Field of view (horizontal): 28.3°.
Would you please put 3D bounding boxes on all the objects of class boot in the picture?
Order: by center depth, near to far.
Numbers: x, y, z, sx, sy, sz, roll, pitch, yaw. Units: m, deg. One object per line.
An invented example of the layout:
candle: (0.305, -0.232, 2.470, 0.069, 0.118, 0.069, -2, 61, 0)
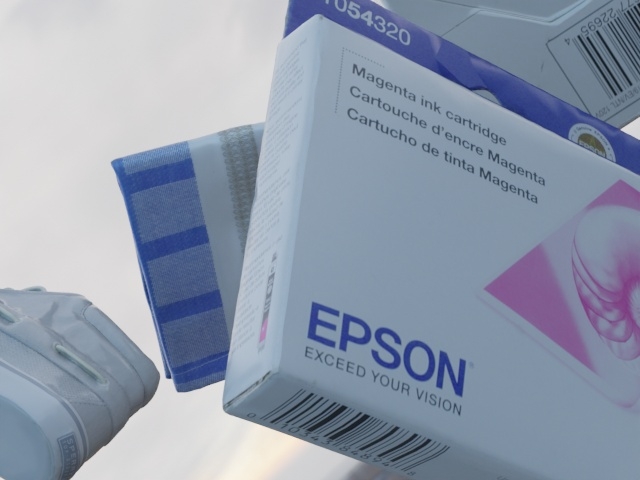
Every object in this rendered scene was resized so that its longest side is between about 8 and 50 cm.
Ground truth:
boot: (-0.237, 0.069, 0.870, 0.123, 0.258, 0.095, -36, -29, -52)

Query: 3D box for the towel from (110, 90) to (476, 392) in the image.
towel: (0.000, 0.000, 0.981, 0.285, 0.209, 0.034, -13, 25, -6)

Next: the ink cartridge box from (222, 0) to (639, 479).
ink cartridge box: (0.115, -0.001, 0.771, 0.071, 0.324, 0.330, -38, 36, 49)

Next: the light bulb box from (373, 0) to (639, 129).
light bulb box: (0.253, -0.238, 1.248, 0.358, 0.225, 0.361, -33, 4, 5)
